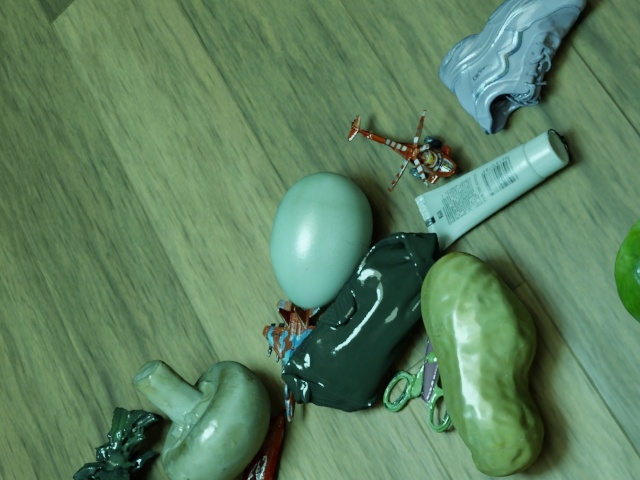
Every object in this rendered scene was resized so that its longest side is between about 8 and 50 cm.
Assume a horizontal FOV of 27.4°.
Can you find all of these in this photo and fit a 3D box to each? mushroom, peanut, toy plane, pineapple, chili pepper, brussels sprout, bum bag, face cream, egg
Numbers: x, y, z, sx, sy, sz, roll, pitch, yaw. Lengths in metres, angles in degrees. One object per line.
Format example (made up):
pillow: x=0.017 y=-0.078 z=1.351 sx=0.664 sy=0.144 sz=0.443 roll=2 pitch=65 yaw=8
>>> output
mushroom: x=-0.188 y=0.262 z=1.994 sx=0.207 sy=0.215 sz=0.207 roll=-48 pitch=14 yaw=16
peanut: x=0.230 y=0.163 z=1.803 sx=0.148 sy=0.147 sz=0.318 roll=-23 pitch=70 yaw=27
toy plane: x=0.123 y=-0.128 z=1.975 sx=0.194 sy=0.077 sz=0.126 roll=0 pitch=76 yaw=41
pineapple: x=-0.336 y=0.417 z=2.110 sx=0.141 sy=0.170 sz=0.310 roll=20 pitch=85 yaw=-8
chili pepper: x=-0.100 y=0.386 z=2.020 sx=0.059 sy=0.050 sz=0.267 roll=13 pitch=86 yaw=50
brussels sprout: x=0.458 y=0.031 z=1.680 sx=0.161 sy=0.144 sz=0.180 roll=-33 pitch=38 yaw=44
bum bag: x=0.078 y=0.123 z=1.931 sx=0.142 sy=0.079 sz=0.326 roll=36 pitch=100 yaw=-1
face cream: x=0.247 y=-0.076 z=1.895 sx=0.244 sy=0.058 sz=0.092 roll=-31 pitch=70 yaw=30
egg: x=0.000 y=0.000 z=1.978 sx=0.151 sy=0.151 sz=0.209 roll=12 pitch=89 yaw=34
toy plane: x=-0.036 y=0.183 z=2.017 sx=0.130 sy=0.061 sz=0.189 roll=-4 pitch=82 yaw=32

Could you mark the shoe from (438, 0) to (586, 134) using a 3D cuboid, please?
shoe: x=0.290 y=-0.263 z=1.886 sx=0.245 sy=0.095 sz=0.137 roll=-37 pitch=66 yaw=25

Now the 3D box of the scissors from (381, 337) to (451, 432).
scissors: x=0.164 y=0.176 z=1.911 sx=0.134 sy=0.020 sz=0.187 roll=21 pitch=89 yaw=42
